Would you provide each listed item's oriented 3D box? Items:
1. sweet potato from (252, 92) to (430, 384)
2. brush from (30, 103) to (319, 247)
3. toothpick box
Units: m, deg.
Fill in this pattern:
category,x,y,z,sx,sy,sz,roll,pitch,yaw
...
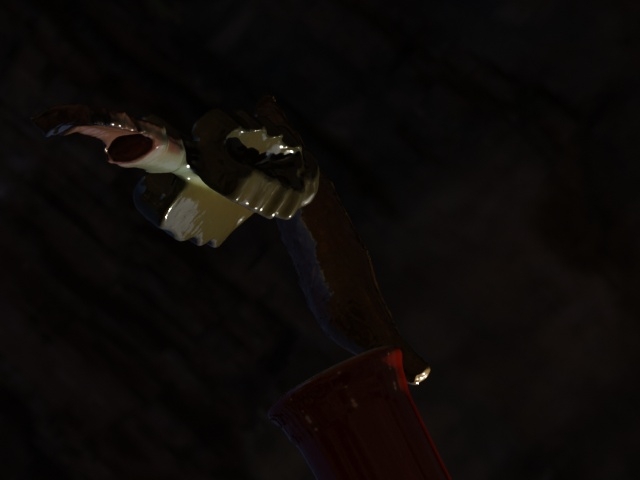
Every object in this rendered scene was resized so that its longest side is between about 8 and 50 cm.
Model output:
category,x,y,z,sx,sy,sz,roll,pitch,yaw
sweet potato,0.000,0.000,1.582,0.066,0.072,0.314,-8,-128,-23
brush,-0.079,-0.046,1.012,0.301,0.084,0.071,18,-124,-72
toothpick box,0.022,0.079,0.594,0.047,0.047,0.083,-9,-111,-55
